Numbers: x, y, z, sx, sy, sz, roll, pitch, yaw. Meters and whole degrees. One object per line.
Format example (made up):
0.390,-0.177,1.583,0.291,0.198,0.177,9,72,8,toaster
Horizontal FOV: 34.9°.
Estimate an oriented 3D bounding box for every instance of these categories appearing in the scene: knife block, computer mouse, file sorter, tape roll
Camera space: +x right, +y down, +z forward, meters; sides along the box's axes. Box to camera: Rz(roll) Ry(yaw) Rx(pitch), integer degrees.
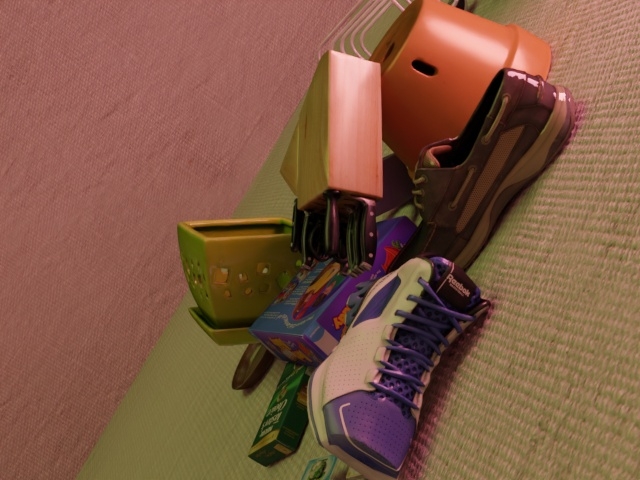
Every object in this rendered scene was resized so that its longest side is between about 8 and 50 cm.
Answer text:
0.035,-0.095,1.410,0.276,0.088,0.242,-68,29,21,knife block
0.262,-0.428,2.095,0.193,0.042,0.106,-65,8,-2,computer mouse
0.140,-0.357,1.871,0.193,0.173,0.277,-44,-1,26,file sorter
0.064,-0.075,1.715,0.189,0.080,0.189,-25,5,2,tape roll

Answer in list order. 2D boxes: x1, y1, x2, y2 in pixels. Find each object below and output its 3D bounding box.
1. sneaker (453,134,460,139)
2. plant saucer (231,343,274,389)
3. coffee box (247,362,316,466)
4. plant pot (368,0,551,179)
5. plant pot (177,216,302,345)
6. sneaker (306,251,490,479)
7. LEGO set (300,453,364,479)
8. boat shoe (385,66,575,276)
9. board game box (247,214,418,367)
0.225,-0.110,1.432,0.152,0.085,0.058,-21,39,7,sneaker
-0.122,0.230,2.033,0.168,0.029,0.168,-55,13,20,plant saucer
-0.048,0.264,1.631,0.113,0.040,0.184,-41,21,54,coffee box
0.181,-0.234,1.561,0.291,0.203,0.291,-55,14,20,plant pot
-0.135,0.074,1.890,0.228,0.227,0.207,-154,62,-68,plant pot
0.098,0.113,1.201,0.182,0.127,0.316,-45,17,38,sneaker
0.004,0.349,1.264,0.244,0.060,0.182,-29,28,48,LEGO set
0.183,-0.080,1.349,0.355,0.130,0.132,-54,13,19,boat shoe
0.025,0.084,1.590,0.233,0.078,0.347,-49,10,-13,board game box
